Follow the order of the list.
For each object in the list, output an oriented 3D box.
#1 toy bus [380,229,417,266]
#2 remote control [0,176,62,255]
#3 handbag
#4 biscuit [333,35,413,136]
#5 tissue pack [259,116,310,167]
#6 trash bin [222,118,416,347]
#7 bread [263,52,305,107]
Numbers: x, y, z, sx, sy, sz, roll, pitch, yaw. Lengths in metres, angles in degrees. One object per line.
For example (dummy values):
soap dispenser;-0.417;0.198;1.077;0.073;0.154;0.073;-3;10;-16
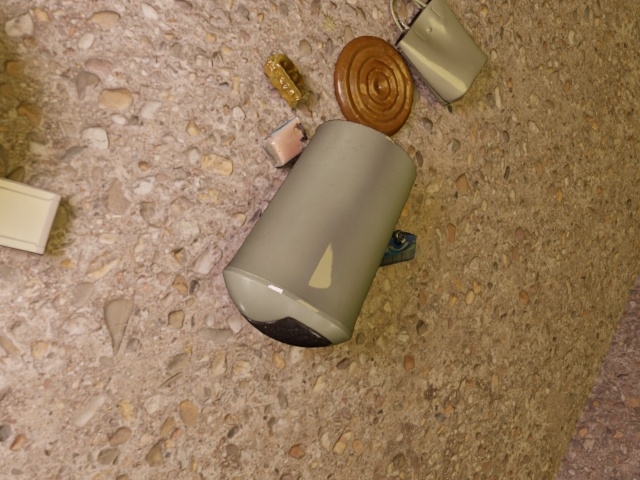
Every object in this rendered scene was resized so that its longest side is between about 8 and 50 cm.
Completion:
toy bus;0.142;0.024;1.107;0.236;0.079;0.094;-10;100;-33
remote control;-0.553;-0.062;0.647;0.277;0.055;0.103;18;82;-31
handbag;0.311;-0.544;1.183;0.315;0.109;0.241;44;67;-24
biscuit;0.146;-0.390;1.116;0.261;0.037;0.262;-1;92;-34
tissue pack;-0.078;-0.214;0.958;0.094;0.058;0.074;-44;118;-24
trash bin;0.000;0.000;0.888;0.280;0.280;0.432;37;72;-30
bread;-0.077;-0.356;0.955;0.066;0.060;0.110;-38;114;5
